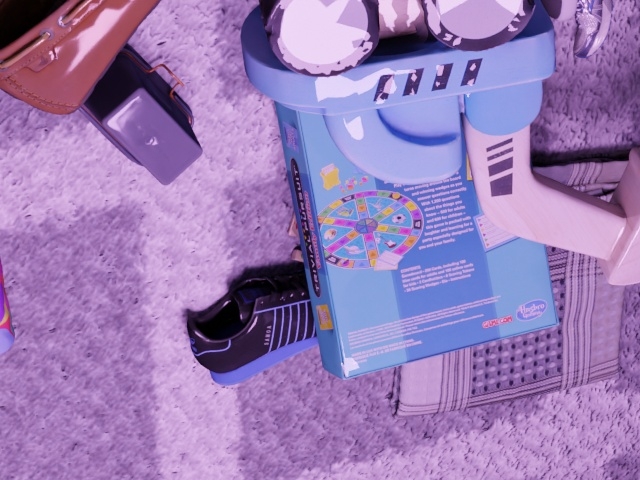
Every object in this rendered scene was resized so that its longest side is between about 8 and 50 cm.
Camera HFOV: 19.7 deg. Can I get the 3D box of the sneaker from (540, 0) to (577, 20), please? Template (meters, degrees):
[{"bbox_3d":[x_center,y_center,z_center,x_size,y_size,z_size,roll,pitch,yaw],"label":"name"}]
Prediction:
[{"bbox_3d":[0.165,-0.339,1.889,0.147,0.104,0.295,-26,118,-6],"label":"sneaker"}]

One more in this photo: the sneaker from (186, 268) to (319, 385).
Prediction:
[{"bbox_3d":[-0.038,0.072,2.036,0.232,0.081,0.090,-31,132,-3],"label":"sneaker"}]

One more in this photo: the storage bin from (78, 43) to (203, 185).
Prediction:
[{"bbox_3d":[-0.175,-0.125,1.863,0.098,0.091,0.135,-42,126,3],"label":"storage bin"}]

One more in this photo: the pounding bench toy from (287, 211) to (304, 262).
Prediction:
[{"bbox_3d":[0.000,0.000,2.022,0.052,0.065,0.083,8,114,-27],"label":"pounding bench toy"}]

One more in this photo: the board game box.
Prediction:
[{"bbox_3d":[0.101,-0.046,1.964,0.254,0.079,0.336,-13,99,-17],"label":"board game box"}]

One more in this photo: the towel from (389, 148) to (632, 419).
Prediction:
[{"bbox_3d":[0.236,0.054,2.161,0.312,0.056,0.324,-8,119,-19],"label":"towel"}]

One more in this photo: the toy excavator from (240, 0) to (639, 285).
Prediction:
[{"bbox_3d":[0.146,-0.136,1.827,0.433,0.222,0.445,-9,125,-5],"label":"toy excavator"}]

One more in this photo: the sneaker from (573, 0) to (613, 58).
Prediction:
[{"bbox_3d":[0.289,-0.268,2.015,0.058,0.052,0.135,6,107,-15],"label":"sneaker"}]

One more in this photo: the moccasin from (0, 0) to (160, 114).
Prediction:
[{"bbox_3d":[-0.202,-0.298,1.739,0.147,0.139,0.380,26,114,-41],"label":"moccasin"}]

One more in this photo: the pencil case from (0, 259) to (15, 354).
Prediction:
[{"bbox_3d":[-0.367,0.012,1.852,0.104,0.104,0.236,-14,122,-16],"label":"pencil case"}]
